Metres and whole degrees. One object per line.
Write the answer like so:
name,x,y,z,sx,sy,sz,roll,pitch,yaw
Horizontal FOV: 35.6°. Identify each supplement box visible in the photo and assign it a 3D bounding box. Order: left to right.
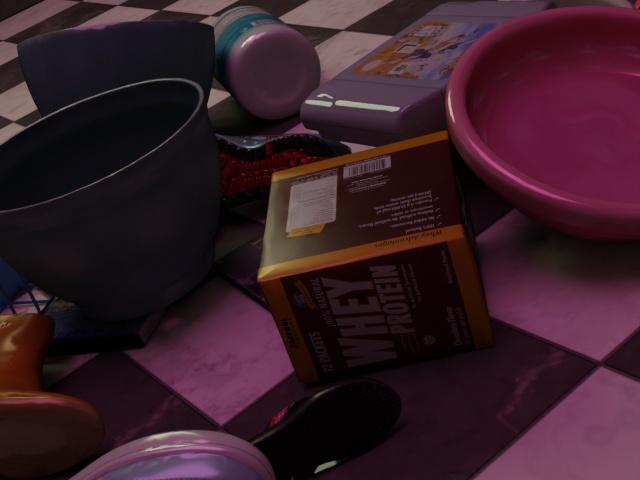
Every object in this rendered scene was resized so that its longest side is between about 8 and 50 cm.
supplement box,0.054,0.013,0.974,0.191,0.129,0.194,-13,33,11

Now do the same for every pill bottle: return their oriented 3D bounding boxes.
pill bottle,-0.104,-0.297,1.620,0.146,0.146,0.264,-25,28,-7

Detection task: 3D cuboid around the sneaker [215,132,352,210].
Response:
sneaker,-0.071,-0.091,1.314,0.262,0.104,0.125,4,9,30

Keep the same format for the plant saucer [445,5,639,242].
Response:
plant saucer,0.292,-0.114,1.010,0.332,0.084,0.332,-2,46,2

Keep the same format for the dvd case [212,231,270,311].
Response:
dvd case,0.000,0.000,1.168,0.221,0.018,0.164,-32,30,-19

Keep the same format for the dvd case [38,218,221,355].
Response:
dvd case,-0.246,0.053,1.237,0.180,0.022,0.253,-8,31,24

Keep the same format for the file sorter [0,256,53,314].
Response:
file sorter,-0.395,0.036,1.267,0.105,0.118,0.170,-4,32,23

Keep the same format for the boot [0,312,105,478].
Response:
boot,-0.319,0.145,1.042,0.295,0.104,0.211,-13,29,23

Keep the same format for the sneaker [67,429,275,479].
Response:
sneaker,-0.176,0.270,0.712,0.319,0.127,0.208,-26,25,11

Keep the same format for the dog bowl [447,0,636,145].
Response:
dog bowl,0.257,-0.213,1.279,0.349,0.102,0.348,-16,28,9

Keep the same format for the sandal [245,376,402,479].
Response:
sandal,-0.017,0.165,0.848,0.179,0.067,0.040,-27,17,-5

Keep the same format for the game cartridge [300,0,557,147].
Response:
game cartridge,0.141,-0.206,1.185,0.297,0.062,0.198,-38,29,-28

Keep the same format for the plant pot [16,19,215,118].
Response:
plant pot,-0.291,-0.206,1.494,0.290,0.195,0.290,-8,4,1

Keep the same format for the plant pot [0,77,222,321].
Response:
plant pot,-0.235,-0.032,1.146,0.293,0.196,0.293,-16,29,9

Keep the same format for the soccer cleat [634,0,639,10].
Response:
soccer cleat,0.528,-0.286,1.243,0.116,0.108,0.318,-48,35,-6
